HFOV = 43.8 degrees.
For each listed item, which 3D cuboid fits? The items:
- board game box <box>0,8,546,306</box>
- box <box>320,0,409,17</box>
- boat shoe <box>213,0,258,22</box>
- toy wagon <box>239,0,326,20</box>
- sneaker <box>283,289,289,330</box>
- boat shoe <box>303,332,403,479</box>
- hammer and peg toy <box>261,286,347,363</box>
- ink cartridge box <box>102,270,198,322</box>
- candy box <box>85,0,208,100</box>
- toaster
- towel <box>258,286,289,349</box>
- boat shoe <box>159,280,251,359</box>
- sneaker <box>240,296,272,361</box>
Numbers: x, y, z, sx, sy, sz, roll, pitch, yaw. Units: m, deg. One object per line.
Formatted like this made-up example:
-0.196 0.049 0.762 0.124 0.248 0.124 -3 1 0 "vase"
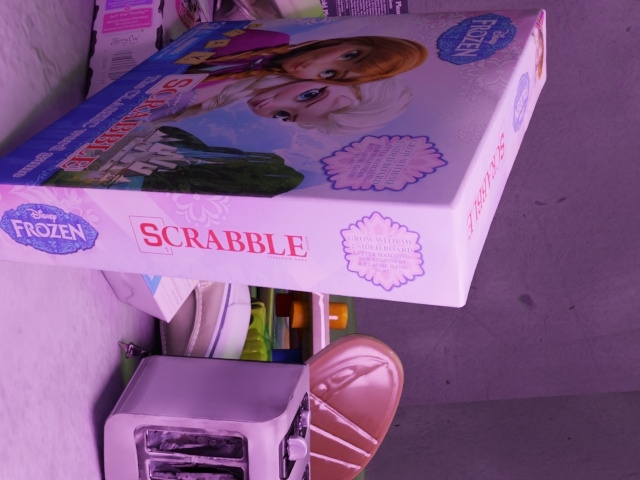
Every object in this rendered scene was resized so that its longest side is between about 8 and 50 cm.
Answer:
-0.019 -0.084 0.577 0.319 0.317 0.066 -57 145 -50 "board game box"
0.039 -0.531 1.783 0.343 0.312 0.179 -84 167 -56 "box"
-0.127 -0.425 1.332 0.112 0.095 0.335 41 23 -23 "boat shoe"
-0.114 -0.318 0.810 0.267 0.068 0.344 47 2 -27 "toy wagon"
-0.036 0.058 1.402 0.094 0.080 0.212 -155 -114 -62 "sneaker"
-0.040 0.221 0.843 0.342 0.123 0.123 -58 -165 16 "boat shoe"
-0.026 0.104 1.180 0.361 0.127 0.266 -179 -92 -81 "hammer and peg toy"
-0.125 -0.031 0.734 0.181 0.061 0.104 -57 155 -29 "ink cartridge box"
-0.165 -0.180 0.806 0.165 0.070 0.196 68 18 -65 "candy box"
-0.099 0.192 0.702 0.110 0.185 0.168 -70 162 -69 "toaster"
-0.064 0.205 1.509 0.370 0.040 0.272 72 15 -63 "towel"
-0.137 0.034 0.843 0.094 0.109 0.302 25 46 -30 "boat shoe"
-0.100 0.164 0.932 0.295 0.109 0.124 -76 156 -71 "sneaker"
